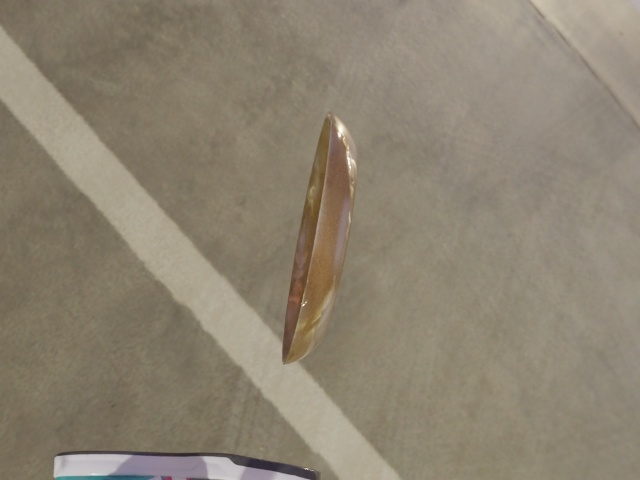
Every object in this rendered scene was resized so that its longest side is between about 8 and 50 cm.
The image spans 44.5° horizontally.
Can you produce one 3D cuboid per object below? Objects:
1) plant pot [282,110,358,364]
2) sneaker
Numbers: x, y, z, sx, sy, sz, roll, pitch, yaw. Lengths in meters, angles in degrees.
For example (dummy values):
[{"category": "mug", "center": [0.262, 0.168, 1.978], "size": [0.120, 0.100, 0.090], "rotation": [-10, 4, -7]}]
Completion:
[{"category": "plant pot", "center": [0.000, 0.000, 0.726], "size": [0.032, 0.236, 0.236], "rotation": [11, 58, -5]}, {"category": "sneaker", "center": [-0.146, 0.310, 0.799], "size": [0.124, 0.295, 0.179], "rotation": [51, 38, -66]}]
